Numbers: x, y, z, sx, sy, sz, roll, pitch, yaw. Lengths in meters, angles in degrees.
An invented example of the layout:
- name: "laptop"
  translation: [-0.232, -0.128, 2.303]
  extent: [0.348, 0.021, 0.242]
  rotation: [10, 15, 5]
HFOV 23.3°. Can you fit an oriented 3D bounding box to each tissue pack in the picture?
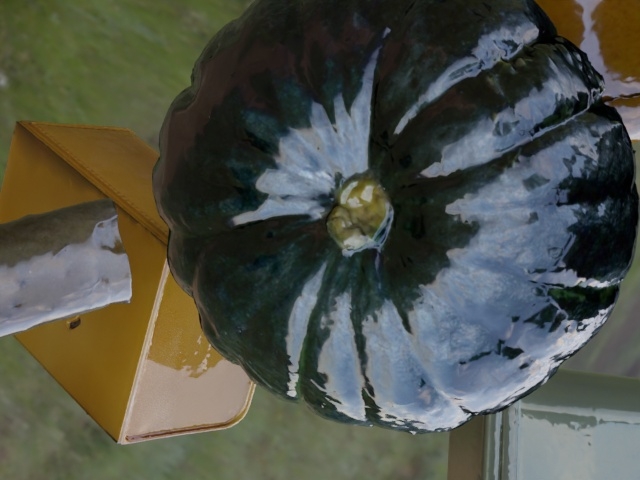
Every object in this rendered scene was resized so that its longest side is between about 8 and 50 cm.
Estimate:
- name: "tissue pack"
  translation: [-0.175, 0.032, 1.414]
  extent: [0.145, 0.274, 0.194]
  rotation: [2, 115, -41]

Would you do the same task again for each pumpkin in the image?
- name: "pumpkin"
  translation: [0.034, -0.021, 0.703]
  extent: [0.220, 0.220, 0.162]
  rotation: [-62, 172, 13]

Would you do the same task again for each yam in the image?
- name: "yam"
  translation: [-0.195, 0.036, 0.551]
  extent: [0.264, 0.046, 0.046]
  rotation: [-16, 146, -17]

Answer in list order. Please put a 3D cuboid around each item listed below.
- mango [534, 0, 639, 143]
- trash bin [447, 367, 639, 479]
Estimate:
- name: "mango"
  translation: [0.203, -0.156, 0.889]
  extent: [0.287, 0.201, 0.152]
  rotation: [-17, -170, -4]
- name: "trash bin"
  translation: [0.239, 0.229, 1.345]
  extent: [0.121, 0.247, 0.243]
  rotation: [133, -39, -71]
